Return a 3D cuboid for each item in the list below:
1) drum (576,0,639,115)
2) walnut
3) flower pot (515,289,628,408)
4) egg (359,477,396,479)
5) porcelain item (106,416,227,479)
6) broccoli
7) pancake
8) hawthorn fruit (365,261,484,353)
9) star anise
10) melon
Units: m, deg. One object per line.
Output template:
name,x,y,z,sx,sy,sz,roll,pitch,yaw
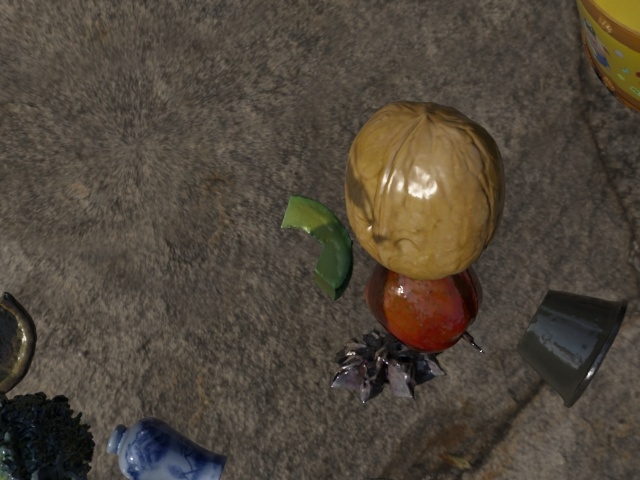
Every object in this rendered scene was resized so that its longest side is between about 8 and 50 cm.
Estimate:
drum,0.521,-0.356,0.765,0.214,0.431,0.431,27,90,-58
walnut,0.122,-0.057,0.754,0.193,0.193,0.225,-22,146,-12
flower pot,0.539,0.212,1.399,0.166,0.269,0.269,31,88,22
egg,0.051,0.332,0.690,0.172,0.132,0.132,-30,107,21
porcelain item,-0.342,0.482,1.419,0.259,0.141,0.141,21,92,-4
broccoli,-0.383,0.325,0.761,0.177,0.198,0.275,10,90,27
pancake,-0.758,0.231,1.362,0.288,0.033,0.286,46,66,-35
hawthorn fruit,0.252,0.132,1.379,0.300,0.254,0.254,44,84,8
star anise,0.177,0.320,1.687,0.332,0.332,0.117,-17,114,-13
melon,0.000,0.000,1.218,0.118,0.064,0.209,-40,82,-13
